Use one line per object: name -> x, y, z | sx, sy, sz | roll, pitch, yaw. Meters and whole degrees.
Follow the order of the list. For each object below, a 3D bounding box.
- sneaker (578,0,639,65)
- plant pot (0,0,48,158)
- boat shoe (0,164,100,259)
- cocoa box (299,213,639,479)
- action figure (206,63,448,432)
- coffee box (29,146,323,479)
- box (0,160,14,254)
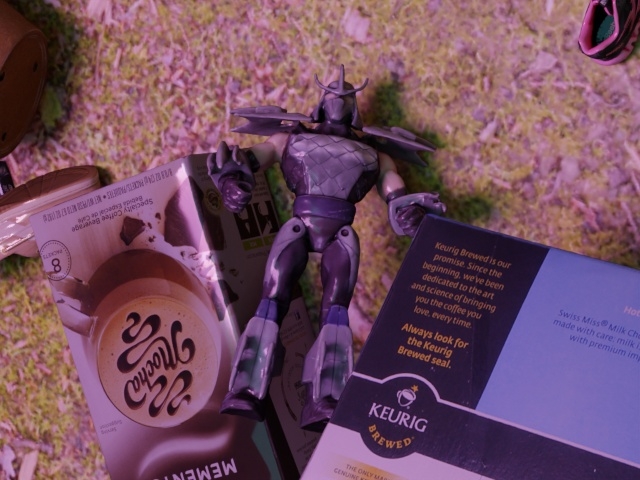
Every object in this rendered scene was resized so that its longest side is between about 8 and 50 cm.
sneaker -> 0.218, -0.183, 1.333 | 0.047, 0.057, 0.119 | 25, 107, 26
plant pot -> -0.374, -0.164, 1.590 | 0.254, 0.237, 0.237 | 19, 106, 10
boat shoe -> -0.262, -0.011, 1.614 | 0.170, 0.063, 0.059 | -24, 110, 8
cocoa box -> 0.207, 0.159, 1.233 | 0.347, 0.231, 0.228 | 16, 73, 32
action figure -> 0.000, 0.000, 1.399 | 0.185, 0.099, 0.285 | 8, 76, 5
coffee box -> -0.103, 0.091, 1.514 | 0.168, 0.119, 0.297 | -19, 88, 29
box -> -0.302, -0.023, 1.667 | 0.067, 0.018, 0.083 | -21, 87, 30
